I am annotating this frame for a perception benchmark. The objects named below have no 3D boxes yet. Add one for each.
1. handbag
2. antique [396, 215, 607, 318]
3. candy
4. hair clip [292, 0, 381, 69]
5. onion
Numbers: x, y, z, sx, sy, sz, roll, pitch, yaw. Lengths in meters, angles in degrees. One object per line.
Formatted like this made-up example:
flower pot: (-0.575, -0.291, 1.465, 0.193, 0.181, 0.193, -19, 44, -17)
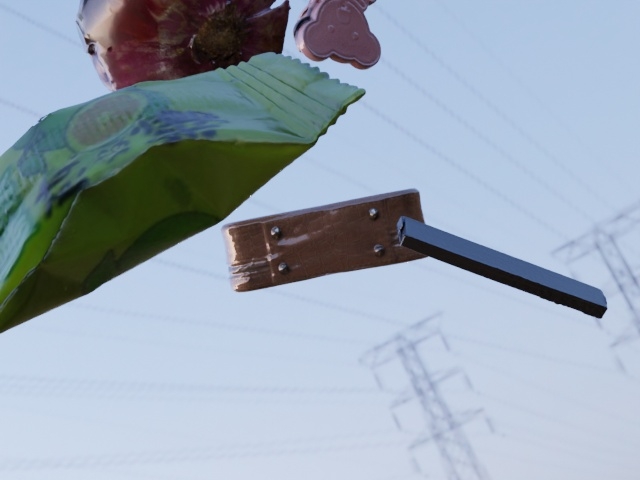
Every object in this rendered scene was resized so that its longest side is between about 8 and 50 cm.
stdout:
handbag: (0.000, 0.000, 1.245, 0.193, 0.072, 0.151, -12, 2, -8)
antique: (0.153, 0.024, 1.084, 0.192, 0.031, 0.015, 20, -58, -11)
candy: (-0.106, -0.029, 0.643, 0.246, 0.149, 0.069, -30, -57, -8)
hair clip: (0.025, -0.294, 1.642, 0.123, 0.102, 0.138, 14, -73, -32)
onion: (-0.131, -0.210, 1.180, 0.200, 0.200, 0.207, -10, -32, -35)
